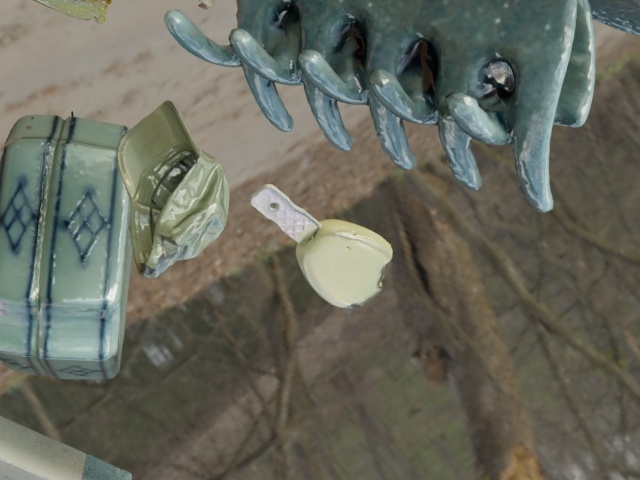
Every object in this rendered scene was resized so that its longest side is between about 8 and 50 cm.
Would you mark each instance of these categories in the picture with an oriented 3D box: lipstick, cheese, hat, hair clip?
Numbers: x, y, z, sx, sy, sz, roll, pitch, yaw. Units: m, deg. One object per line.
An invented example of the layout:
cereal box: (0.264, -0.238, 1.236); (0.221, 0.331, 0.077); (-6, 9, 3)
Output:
lipstick: (-0.372, 0.245, 1.367); (0.066, 0.317, 0.068); (-52, -160, 28)
cheese: (0.000, 0.000, 1.676); (0.127, 0.255, 0.050); (-36, -142, 18)
hat: (-0.153, -0.055, 1.222); (0.122, 0.166, 0.081); (-35, 158, 25)
hair clip: (0.075, -0.193, 0.926); (0.238, 0.318, 0.392); (-66, 156, -11)

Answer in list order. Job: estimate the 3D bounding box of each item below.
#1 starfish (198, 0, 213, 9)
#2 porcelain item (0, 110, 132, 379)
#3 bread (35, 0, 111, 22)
starfish: (-0.127, -0.348, 1.380); (0.138, 0.050, 0.247); (-46, 143, 4)
porcelain item: (-0.299, 0.011, 1.397); (0.157, 0.285, 0.281); (5, 168, -6)
bread: (-0.181, -0.256, 0.830); (0.103, 0.132, 0.172); (-34, -139, 47)
